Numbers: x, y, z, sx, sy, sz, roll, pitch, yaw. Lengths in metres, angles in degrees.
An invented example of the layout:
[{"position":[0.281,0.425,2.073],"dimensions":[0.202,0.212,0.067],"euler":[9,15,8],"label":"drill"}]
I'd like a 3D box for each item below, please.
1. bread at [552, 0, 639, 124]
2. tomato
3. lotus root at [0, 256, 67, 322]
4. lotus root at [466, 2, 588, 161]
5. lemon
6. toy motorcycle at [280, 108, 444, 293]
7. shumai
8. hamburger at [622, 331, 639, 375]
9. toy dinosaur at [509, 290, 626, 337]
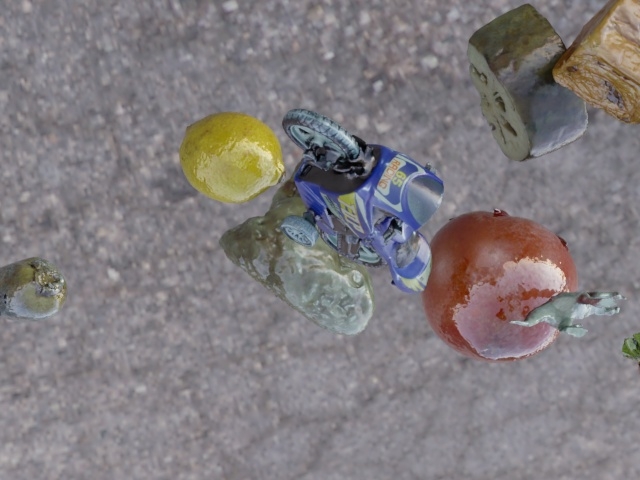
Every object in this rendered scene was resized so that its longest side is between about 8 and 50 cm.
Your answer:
[{"position":[0.427,-0.255,1.715],"dimensions":[0.143,0.149,0.158],"euler":[-55,-177,-20],"label":"bread"},{"position":[0.293,0.084,2.081],"dimensions":[0.265,0.265,0.265],"euler":[-14,144,-10],"label":"tomato"},{"position":[-0.377,0.064,1.570],"dimensions":[0.088,0.088,0.165],"euler":[18,165,-42],"label":"lotus root"},{"position":[0.314,-0.221,1.874],"dimensions":[0.119,0.138,0.235],"euler":[-31,123,-11],"label":"lotus root"},{"position":[-0.102,-0.097,1.463],"dimensions":[0.133,0.109,0.109],"euler":[24,138,7],"label":"lemon"},{"position":[0.054,-0.032,1.303],"dimensions":[0.113,0.169,0.315],"euler":[-60,158,-18],"label":"toy motorcycle"},{"position":[0.000,0.000,1.851],"dimensions":[0.222,0.261,0.225],"euler":[-49,151,0],"label":"shumai"},{"position":[0.469,0.160,1.557],"dimensions":[0.189,0.164,0.093],"euler":[29,93,-10],"label":"hamburger"},{"position":[0.354,0.105,1.859],"dimensions":[0.242,0.167,0.053],"euler":[-10,99,-27],"label":"toy dinosaur"}]
